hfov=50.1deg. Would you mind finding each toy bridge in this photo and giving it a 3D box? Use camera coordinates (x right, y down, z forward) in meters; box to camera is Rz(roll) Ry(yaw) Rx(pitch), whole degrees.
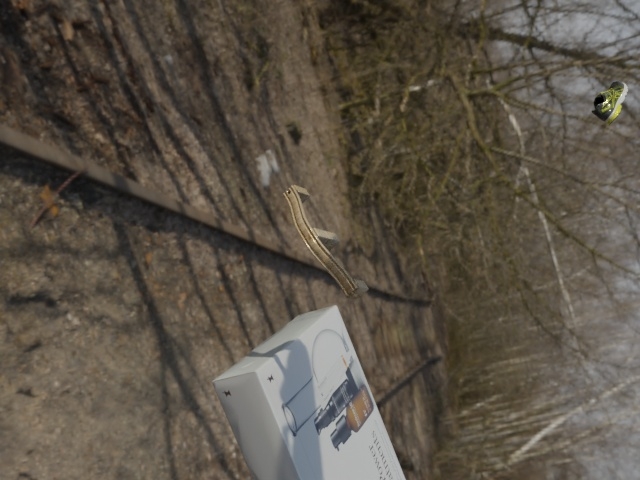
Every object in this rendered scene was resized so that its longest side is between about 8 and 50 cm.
[{"bbox_3d":[0.000,0.000,0.925,0.063,0.026,0.188,16,38,-58],"label":"toy bridge"}]

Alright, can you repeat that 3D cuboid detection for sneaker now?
[{"bbox_3d":[0.398,-0.197,0.945,0.083,0.035,0.031,-62,-178,-35],"label":"sneaker"}]

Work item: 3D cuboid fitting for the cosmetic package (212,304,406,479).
[{"bbox_3d":[0.002,0.332,1.120,0.284,0.097,0.377,-31,101,-58],"label":"cosmetic package"}]
